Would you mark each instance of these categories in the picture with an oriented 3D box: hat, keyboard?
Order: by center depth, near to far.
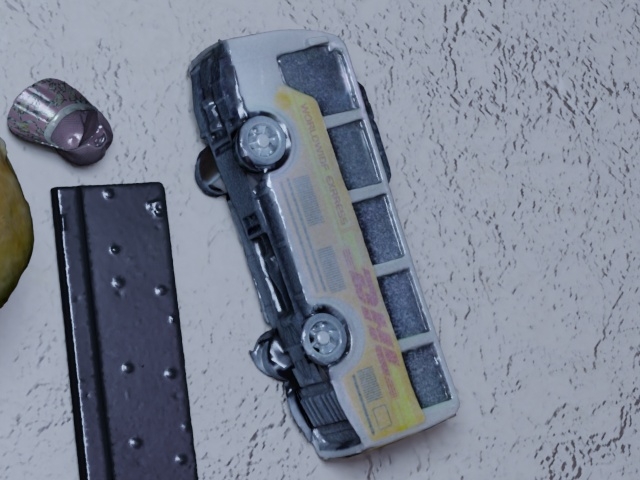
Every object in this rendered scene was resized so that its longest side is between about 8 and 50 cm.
[{"bbox_3d":[-0.151,0.107,1.435,0.101,0.018,0.310,-4,81,-25],"label":"keyboard"},{"bbox_3d":[-0.200,-0.088,1.448,0.087,0.042,0.058,19,65,18],"label":"hat"}]

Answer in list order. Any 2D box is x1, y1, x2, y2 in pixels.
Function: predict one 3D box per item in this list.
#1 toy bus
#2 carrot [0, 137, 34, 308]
[{"bbox_3d":[0.000,0.000,1.476,0.138,0.097,0.343,-15,86,-26],"label":"toy bus"},{"bbox_3d":[-0.360,-0.060,1.265,0.341,0.224,0.224,47,66,-15],"label":"carrot"}]
